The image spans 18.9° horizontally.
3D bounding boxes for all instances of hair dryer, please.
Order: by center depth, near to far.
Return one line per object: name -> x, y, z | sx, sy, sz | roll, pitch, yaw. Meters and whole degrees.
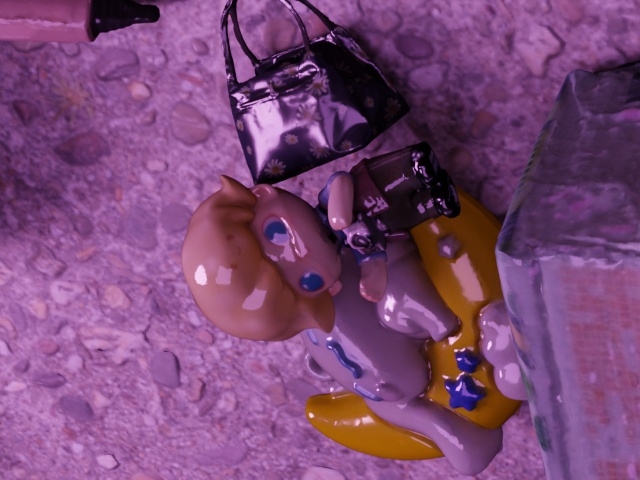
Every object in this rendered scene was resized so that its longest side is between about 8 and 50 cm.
hair dryer -> -0.288, -0.165, 1.381 | 0.344, 0.189, 0.107 | 2, 126, 6

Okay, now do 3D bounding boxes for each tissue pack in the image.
tissue pack -> 0.217, 0.067, 1.267 | 0.128, 0.228, 0.311 | -1, 124, 24

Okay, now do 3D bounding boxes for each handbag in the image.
handbag -> -0.023, -0.116, 1.347 | 0.115, 0.072, 0.139 | -18, 110, 38

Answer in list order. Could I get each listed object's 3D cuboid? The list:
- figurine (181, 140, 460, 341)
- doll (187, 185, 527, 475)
figurine -> 0.000, 0.000, 1.323 | 0.196, 0.108, 0.114 | -19, 137, 19
doll -> 0.053, 0.066, 1.415 | 0.252, 0.111, 0.237 | 48, 128, -9
